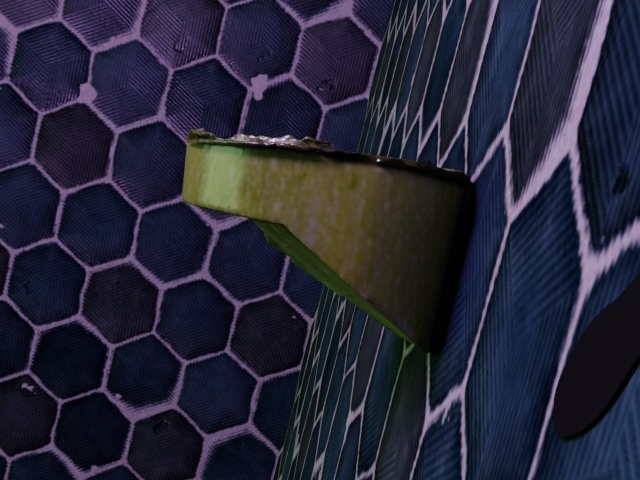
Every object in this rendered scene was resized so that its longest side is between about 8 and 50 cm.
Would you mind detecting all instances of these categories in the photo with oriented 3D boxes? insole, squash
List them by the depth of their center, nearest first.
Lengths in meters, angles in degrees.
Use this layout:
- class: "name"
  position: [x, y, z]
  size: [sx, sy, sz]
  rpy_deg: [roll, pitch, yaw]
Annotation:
- class: "insole"
  position: [0.109, 0.033, 0.366]
  size: [0.135, 0.002, 0.045]
  rpy_deg: [107, 175, -50]
- class: "squash"
  position: [-0.007, -0.012, 0.744]
  size: [0.220, 0.220, 0.133]
  rpy_deg: [-135, 61, -87]
